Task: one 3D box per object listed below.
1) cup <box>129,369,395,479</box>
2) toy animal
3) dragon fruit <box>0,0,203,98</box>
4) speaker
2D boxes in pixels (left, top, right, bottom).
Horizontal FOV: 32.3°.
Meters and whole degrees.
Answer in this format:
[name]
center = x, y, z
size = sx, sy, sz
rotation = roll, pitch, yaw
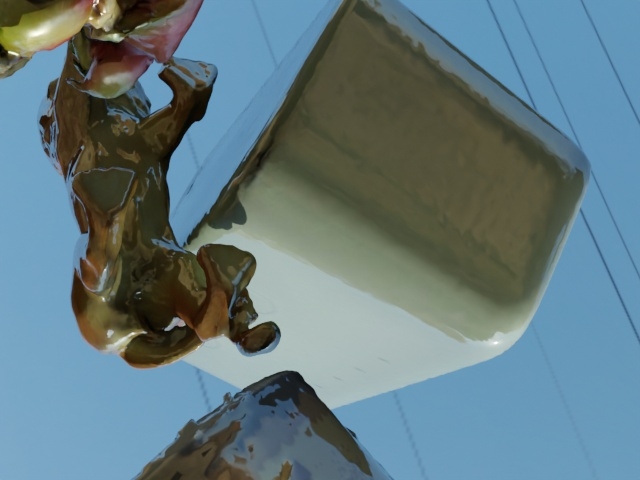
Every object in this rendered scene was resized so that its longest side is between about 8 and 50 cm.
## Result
[cup]
center = -0.032, 0.246, 0.441
size = 0.301, 0.227, 0.257
rotation = -45, -103, -1
[toy animal]
center = -0.117, -0.027, 0.665
size = 0.158, 0.097, 0.312
rotation = 117, -34, -46
[dragon fruit]
center = -0.089, -0.137, 0.319
size = 0.166, 0.160, 0.172
rotation = -22, -116, -23
[speaker]
center = 0.000, 0.000, 0.772
size = 0.184, 0.406, 0.183
rotation = 33, -113, -10
